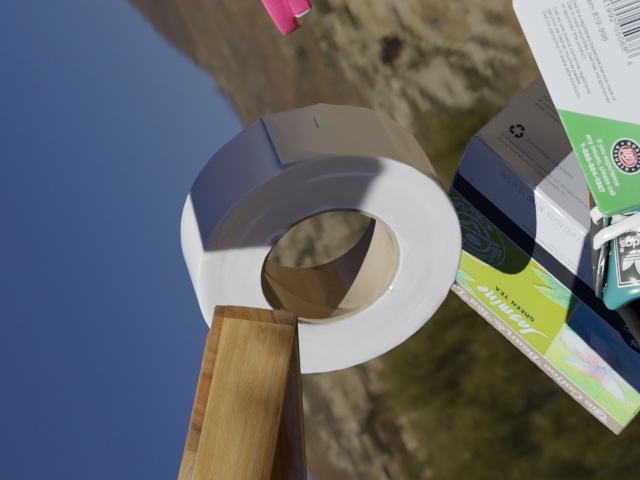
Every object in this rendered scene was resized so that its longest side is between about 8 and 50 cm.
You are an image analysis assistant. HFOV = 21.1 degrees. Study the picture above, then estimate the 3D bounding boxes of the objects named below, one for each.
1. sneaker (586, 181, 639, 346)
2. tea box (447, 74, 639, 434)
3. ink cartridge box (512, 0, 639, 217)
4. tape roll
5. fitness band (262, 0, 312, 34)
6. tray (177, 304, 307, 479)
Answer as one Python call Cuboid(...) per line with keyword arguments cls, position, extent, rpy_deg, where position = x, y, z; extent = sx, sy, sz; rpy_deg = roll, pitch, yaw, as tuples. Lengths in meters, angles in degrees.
Cuboid(cls="sneaker", position=(0.239, -0.024, 1.207), extent=(0.121, 0.108, 0.302), rpy_deg=(-54, -53, -46))
Cuboid(cls="tea box", position=(0.330, -0.003, 1.993), extent=(0.329, 0.220, 0.323), rpy_deg=(42, 156, 14))
Cuboid(cls="ink cartridge box", position=(0.242, -0.123, 1.022), extent=(0.153, 0.208, 0.087), rpy_deg=(66, -157, -15))
Cuboid(cls="tape roll", position=(0.000, 0.000, 1.789), extent=(0.286, 0.286, 0.100), rpy_deg=(61, -176, -39))
Cuboid(cls="fitness band", position=(-0.088, -0.382, 2.110), extent=(0.291, 0.054, 0.209), rpy_deg=(59, -175, -48))
Cuboid(cls="tray", position=(-0.062, 0.250, 1.463), extent=(0.411, 0.076, 0.202), rpy_deg=(89, -172, -56))
